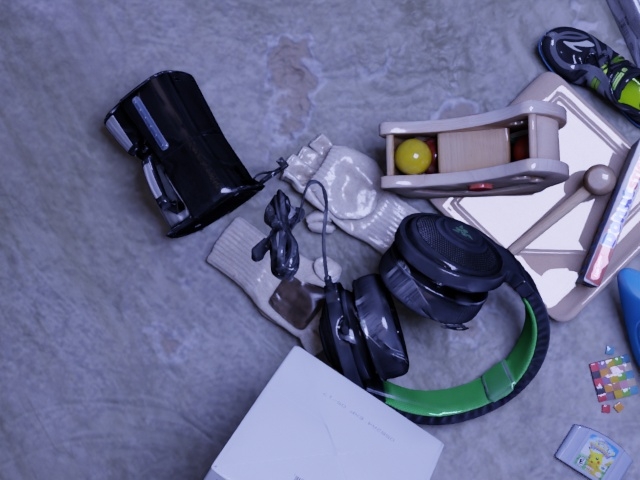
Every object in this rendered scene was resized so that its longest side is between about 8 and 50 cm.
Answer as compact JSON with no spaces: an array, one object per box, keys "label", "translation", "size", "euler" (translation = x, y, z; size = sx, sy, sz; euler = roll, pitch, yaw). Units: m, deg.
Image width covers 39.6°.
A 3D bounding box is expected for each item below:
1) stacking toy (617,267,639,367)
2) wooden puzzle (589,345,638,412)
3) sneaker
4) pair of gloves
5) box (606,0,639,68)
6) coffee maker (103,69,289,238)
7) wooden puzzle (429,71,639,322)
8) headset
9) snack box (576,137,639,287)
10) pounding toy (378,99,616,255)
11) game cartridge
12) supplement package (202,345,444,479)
[{"label":"stacking toy","translation":[0.515,0.061,1.038],"size":[0.301,0.175,0.166],"euler":[-29,115,-14]},{"label":"wooden puzzle","translation":[0.364,0.172,1.104],"size":[0.049,0.006,0.083],"euler":[-15,87,4]},{"label":"sneaker","translation":[0.353,-0.203,1.078],"size":[0.188,0.078,0.067],"euler":[36,91,5]},{"label":"pair of gloves","translation":[0.000,0.000,1.119],"size":[0.204,0.042,0.240],"euler":[43,91,4]},{"label":"box","translation":[0.495,-0.340,1.066],"size":[0.289,0.087,0.169],"euler":[-23,87,3]},{"label":"coffee maker","translation":[-0.155,-0.118,1.101],"size":[0.171,0.120,0.178],"euler":[-30,86,-4]},{"label":"wooden puzzle","translation":[0.288,-0.054,1.101],"size":[0.238,0.044,0.221],"euler":[45,93,9]},{"label":"headset","translation":[0.091,0.081,0.986],"size":[0.394,0.185,0.243],"euler":[39,112,-23]},{"label":"snack box","translation":[0.344,-0.031,1.036],"size":[0.022,0.064,0.178],"euler":[22,90,9]},{"label":"pounding toy","translation":[0.203,-0.066,1.012],"size":[0.269,0.154,0.155],"euler":[-2,83,11]},{"label":"game cartridge","translation":[0.340,0.266,1.099],"size":[0.083,0.017,0.056],"euler":[31,87,4]},{"label":"supplement package","translation":[-0.033,0.302,0.978],"size":[0.199,0.198,0.263],"euler":[33,130,4]}]
